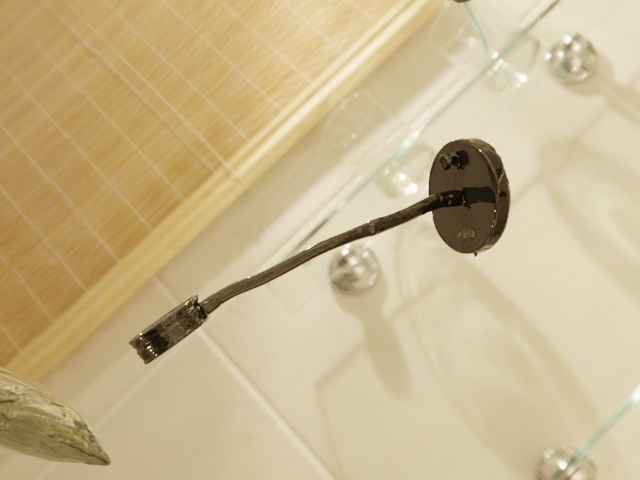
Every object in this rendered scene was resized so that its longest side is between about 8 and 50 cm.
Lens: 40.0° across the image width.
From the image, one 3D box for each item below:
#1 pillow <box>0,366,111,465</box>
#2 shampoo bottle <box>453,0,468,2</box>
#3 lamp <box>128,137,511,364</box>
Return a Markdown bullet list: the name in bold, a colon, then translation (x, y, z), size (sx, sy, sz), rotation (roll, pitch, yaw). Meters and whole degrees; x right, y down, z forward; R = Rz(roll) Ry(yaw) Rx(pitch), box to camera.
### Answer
- **pillow**: translation (-0.245, 0.079, 0.529), size (0.230, 0.148, 0.050), rotation (35, -114, -39)
- **shampoo bottle**: translation (0.150, -0.414, 1.124), size (0.233, 0.049, 0.087), rotation (52, -131, -43)
- **lamp**: translation (0.021, 0.032, 0.781), size (0.371, 0.108, 0.130), rotation (-32, 3, -28)
